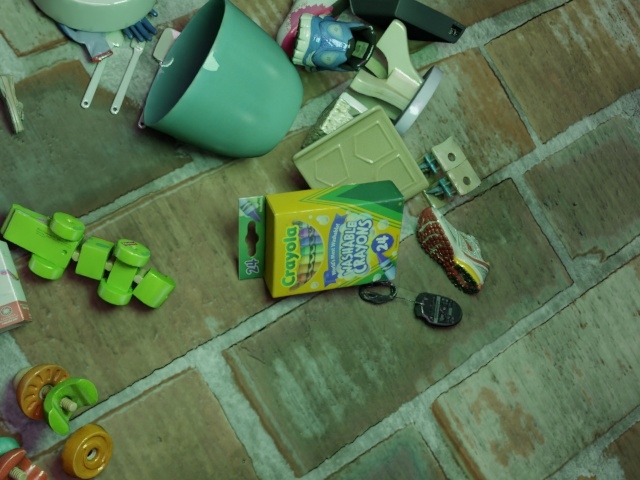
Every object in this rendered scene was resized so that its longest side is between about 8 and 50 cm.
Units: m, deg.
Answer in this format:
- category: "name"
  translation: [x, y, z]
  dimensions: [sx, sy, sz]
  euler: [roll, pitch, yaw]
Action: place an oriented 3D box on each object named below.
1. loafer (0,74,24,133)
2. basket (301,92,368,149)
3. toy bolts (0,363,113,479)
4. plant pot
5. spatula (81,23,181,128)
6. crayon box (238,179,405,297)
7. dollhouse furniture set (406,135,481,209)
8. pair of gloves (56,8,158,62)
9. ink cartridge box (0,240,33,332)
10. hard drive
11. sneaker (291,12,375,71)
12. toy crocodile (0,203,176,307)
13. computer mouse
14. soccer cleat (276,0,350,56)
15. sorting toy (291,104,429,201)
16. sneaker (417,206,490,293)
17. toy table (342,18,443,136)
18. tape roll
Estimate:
- category: "loafer"
  translation: [-0.599, -0.270, 1.640]
  dimensions: [0.039, 0.045, 0.125]
  euler: [-19, 81, -31]
- category: "basket"
  translation: [0.042, -0.227, 1.811]
  dimensions: [0.113, 0.167, 0.103]
  euler: [36, 73, -9]
- category: "toy bolts"
  translation: [-0.509, 0.353, 1.489]
  dimensions: [0.228, 0.159, 0.218]
  euler: [-46, 136, -34]
- category: "plant pot"
  translation: [-0.177, -0.302, 1.688]
  dimensions: [0.235, 0.293, 0.293]
  euler: [28, 67, -28]
- category: "spatula"
  translation: [-0.392, -0.359, 1.755]
  dimensions: [0.168, 0.019, 0.242]
  euler: [20, 70, -16]
- category: "crayon box"
  translation: [0.000, 0.000, 1.698]
  dimensions: [0.323, 0.203, 0.083]
  euler: [-8, 35, -16]
- category: "dollhouse furniture set"
  translation: [0.232, -0.119, 1.872]
  dimensions: [0.184, 0.129, 0.129]
  euler: [-32, 89, -26]
- category: "pair of gloves"
  translation: [-0.440, -0.459, 1.750]
  dimensions: [0.198, 0.023, 0.159]
  euler: [-30, 81, -25]
- category: "ink cartridge box"
  translation: [-0.611, 0.072, 1.514]
  dimensions: [0.115, 0.067, 0.198]
  euler: [-19, 84, -6]
- category: "hard drive"
  translation: [0.197, -0.503, 1.907]
  dimensions: [0.255, 0.172, 0.054]
  euler: [7, 98, -48]
- category: "sneaker"
  translation: [0.040, -0.398, 1.750]
  dimensions: [0.147, 0.330, 0.129]
  euler: [16, 106, 6]
- category: "toy crocodile"
  translation: [-0.436, 0.029, 1.593]
  dimensions: [0.341, 0.105, 0.115]
  euler: [23, 104, -9]
- category: "computer mouse"
  translation: [0.199, 0.139, 1.847]
  dimensions: [0.242, 0.041, 0.071]
  euler: [17, 70, -9]
- category: "soccer cleat"
  translation: [-0.013, -0.546, 1.915]
  dimensions: [0.143, 0.116, 0.331]
  euler: [37, 67, 16]
- category: "sorting toy"
  translation: [0.043, -0.120, 1.740]
  dimensions: [0.307, 0.041, 0.229]
  euler: [-30, 119, 10]
- category: "sneaker"
  translation: [0.300, 0.012, 1.890]
  dimensions: [0.225, 0.088, 0.092]
  euler: [53, 57, -18]
- category: "toy table"
  translation: [0.155, -0.340, 1.855]
  dimensions: [0.161, 0.274, 0.252]
  euler: [35, 106, -5]
- category: "tape roll"
  translation: [-0.465, -0.574, 1.720]
  dimensions: [0.286, 0.100, 0.286]
  euler: [5, 68, -14]
